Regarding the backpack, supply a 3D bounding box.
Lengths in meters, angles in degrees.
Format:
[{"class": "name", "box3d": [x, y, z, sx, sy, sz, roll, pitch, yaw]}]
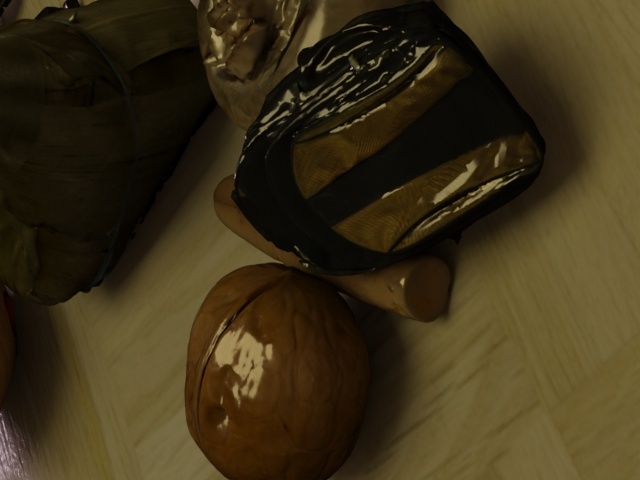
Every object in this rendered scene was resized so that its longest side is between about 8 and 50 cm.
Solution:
[{"class": "backpack", "box3d": [0.042, -0.071, 1.365, 0.258, 0.206, 0.133, -34, 19, 23]}]

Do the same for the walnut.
[{"class": "walnut", "box3d": [-0.037, 0.119, 1.464, 0.167, 0.167, 0.207, 34, 127, 47]}]

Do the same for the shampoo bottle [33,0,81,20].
[{"class": "shampoo bottle", "box3d": [-0.317, -0.236, 1.950, 0.137, 0.027, 0.048, -32, 65, 43]}]

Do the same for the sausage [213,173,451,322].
[{"class": "sausage", "box3d": [-0.001, 0.002, 1.520, 0.301, 0.066, 0.065, 24, 104, 50]}]

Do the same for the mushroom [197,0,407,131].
[{"class": "mushroom", "box3d": [-0.029, -0.200, 1.488, 0.226, 0.178, 0.226, -28, 56, 54]}]

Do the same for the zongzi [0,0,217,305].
[{"class": "zongzi", "box3d": [-0.297, -0.063, 1.643, 0.174, 0.393, 0.356, 42, 124, 18]}]

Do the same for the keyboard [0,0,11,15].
[{"class": "keyboard", "box3d": [-0.461, -0.213, 2.036, 0.106, 0.027, 0.317, 38, 93, 41]}]

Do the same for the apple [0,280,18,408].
[{"class": "apple", "box3d": [-0.542, 0.125, 1.906, 0.346, 0.391, 0.391, -59, 46, 29]}]
